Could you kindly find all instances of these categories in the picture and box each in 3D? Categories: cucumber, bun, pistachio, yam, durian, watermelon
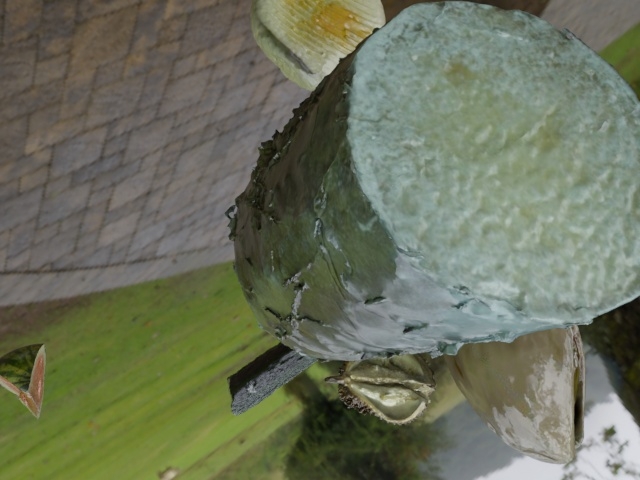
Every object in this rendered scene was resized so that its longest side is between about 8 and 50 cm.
[{"bbox_3d":[-0.079,0.230,1.476,0.241,0.074,0.074,-36,170,15],"label":"cucumber"},{"bbox_3d":[-0.011,-0.366,1.404,0.244,0.244,0.153,-37,174,-16],"label":"bun"},{"bbox_3d":[0.224,0.134,0.909,0.153,0.237,0.138,-37,167,34],"label":"pistachio"},{"bbox_3d":[0.067,-0.019,0.642,0.241,0.241,0.348,-34,-179,-28],"label":"yam"},{"bbox_3d":[0.072,0.185,1.023,0.140,0.110,0.071,3,148,-7],"label":"durian"},{"bbox_3d":[-0.408,0.182,1.082,0.069,0.086,0.163,5,153,-12],"label":"watermelon"}]

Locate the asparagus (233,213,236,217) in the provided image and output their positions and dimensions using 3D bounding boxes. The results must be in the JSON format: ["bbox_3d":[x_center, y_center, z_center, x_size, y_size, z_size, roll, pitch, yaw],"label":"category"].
[{"bbox_3d":[0.000,0.000,0.910,0.233,0.023,0.022,13,176,-36],"label":"asparagus"}]
